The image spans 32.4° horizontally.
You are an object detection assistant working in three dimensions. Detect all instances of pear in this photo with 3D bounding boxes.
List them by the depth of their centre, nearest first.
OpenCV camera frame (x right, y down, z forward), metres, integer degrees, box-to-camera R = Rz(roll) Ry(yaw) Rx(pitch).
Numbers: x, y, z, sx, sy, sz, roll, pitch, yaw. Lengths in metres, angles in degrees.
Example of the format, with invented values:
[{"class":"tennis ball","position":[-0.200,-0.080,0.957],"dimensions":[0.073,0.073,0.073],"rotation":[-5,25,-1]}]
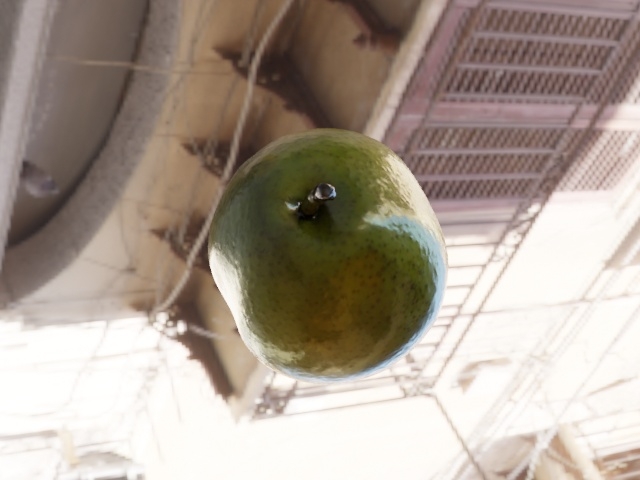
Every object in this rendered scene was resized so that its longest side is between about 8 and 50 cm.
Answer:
[{"class":"pear","position":[0.000,0.000,0.750],"dimensions":[0.216,0.166,0.180],"rotation":[68,10,-63]}]
